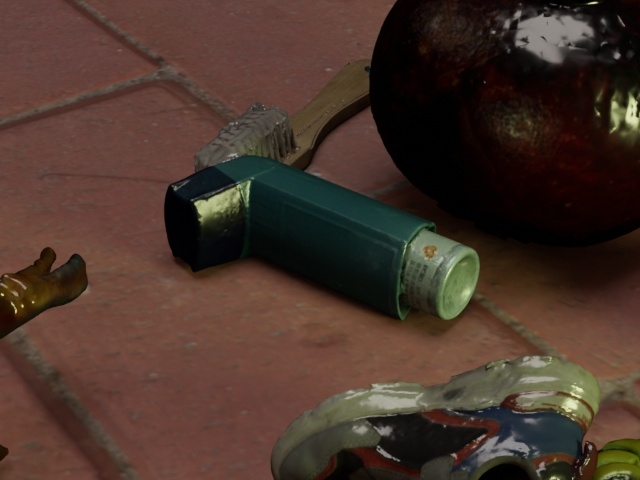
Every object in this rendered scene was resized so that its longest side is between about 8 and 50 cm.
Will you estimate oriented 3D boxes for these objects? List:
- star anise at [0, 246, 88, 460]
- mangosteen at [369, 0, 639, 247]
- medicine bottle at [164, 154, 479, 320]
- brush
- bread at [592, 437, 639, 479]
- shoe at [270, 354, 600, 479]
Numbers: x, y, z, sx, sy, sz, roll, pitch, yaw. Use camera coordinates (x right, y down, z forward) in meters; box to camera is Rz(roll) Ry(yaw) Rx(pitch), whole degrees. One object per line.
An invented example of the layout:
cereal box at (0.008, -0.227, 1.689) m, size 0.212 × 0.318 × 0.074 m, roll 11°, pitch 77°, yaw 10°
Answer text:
star anise at (-0.287, 0.118, 0.960) m, size 0.346 × 0.148 × 0.237 m, roll -36°, pitch 49°, yaw -28°
mangosteen at (0.192, -0.143, 1.217) m, size 0.297 × 0.293 × 0.297 m, roll 21°, pitch -3°, yaw 1°
medicine bottle at (0.000, 0.000, 1.189) m, size 0.258 × 0.079 × 0.124 m, roll 21°, pitch 36°, yaw 28°
brush at (-0.024, -0.118, 1.383) m, size 0.070 × 0.065 × 0.327 m, roll 16°, pitch 36°, yaw 27°
bread at (0.228, 0.179, 0.928) m, size 0.130 × 0.071 × 0.139 m, roll 0°, pitch 34°, yaw -8°
shoe at (0.081, 0.159, 0.942) m, size 0.228 × 0.099 × 0.125 m, roll -17°, pitch 57°, yaw 13°
